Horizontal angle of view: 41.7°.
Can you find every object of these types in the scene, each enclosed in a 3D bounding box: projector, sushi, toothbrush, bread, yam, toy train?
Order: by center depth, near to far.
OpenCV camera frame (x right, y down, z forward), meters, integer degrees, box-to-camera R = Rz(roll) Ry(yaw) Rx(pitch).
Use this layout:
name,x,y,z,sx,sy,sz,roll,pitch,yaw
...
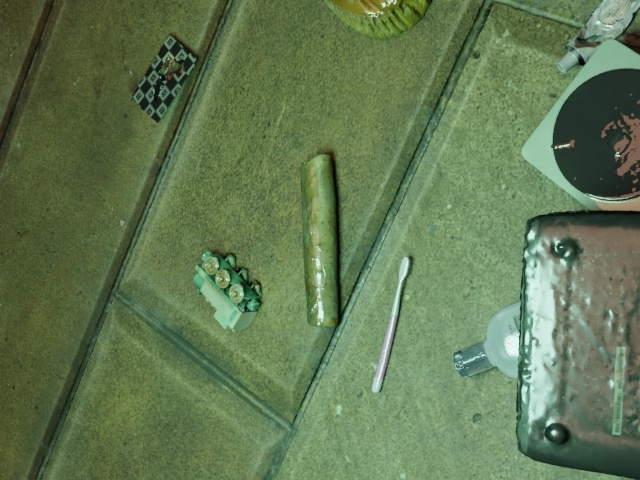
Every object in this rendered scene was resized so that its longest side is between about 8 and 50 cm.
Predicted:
name,x,y,z,sx,sy,sz,roll,pitch,yaw
projector,0.511,0.153,1.280,0.405,0.242,0.395,3,92,22
projector,0.524,-0.177,1.457,0.259,0.079,0.257,45,109,29
toothbrush,0.147,0.173,1.712,0.020,0.025,0.287,16,95,32
bread,0.113,-0.553,1.750,0.227,0.142,0.253,-48,59,12
yam,0.000,0.000,1.801,0.083,0.083,0.372,-9,80,33
toy train,-0.221,0.114,1.937,0.194,0.080,0.125,43,113,29
sushi,-0.393,-0.405,2.144,0.139,0.031,0.201,44,105,31

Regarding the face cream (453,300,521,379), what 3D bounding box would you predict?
name,x,y,z,sx,sy,sz,roll,pitch,yaw
face cream,0.378,0.180,1.520,0.291,0.071,0.144,-29,71,28

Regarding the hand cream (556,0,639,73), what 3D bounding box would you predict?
name,x,y,z,sx,sy,sz,roll,pitch,yaw
hand cream,0.520,-0.405,1.508,0.084,0.050,0.257,43,102,28
